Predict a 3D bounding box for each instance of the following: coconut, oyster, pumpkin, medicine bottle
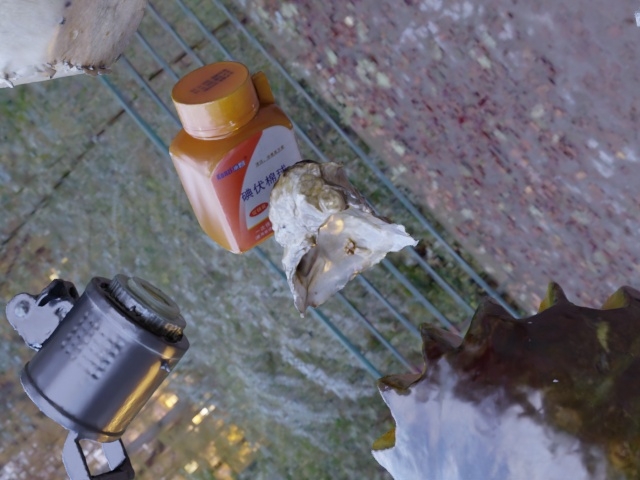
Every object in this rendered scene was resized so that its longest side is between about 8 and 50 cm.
[{"bbox_3d":[-0.403,-0.350,0.983,0.360,0.346,0.346,28,166,1],"label":"coconut"},{"bbox_3d":[0.009,-0.012,0.907,0.107,0.161,0.232,47,171,27],"label":"oyster"},{"bbox_3d":[0.148,0.110,0.505,0.149,0.254,0.130,-100,-13,-72],"label":"pumpkin"},{"bbox_3d":[-0.110,-0.112,1.071,0.112,0.149,0.222,33,151,44],"label":"medicine bottle"}]

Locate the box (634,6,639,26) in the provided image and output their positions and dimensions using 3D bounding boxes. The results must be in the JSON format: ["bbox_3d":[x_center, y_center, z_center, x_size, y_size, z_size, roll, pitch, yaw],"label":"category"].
[{"bbox_3d":[0.791,-0.527,1.905,0.098,0.062,0.045,17,148,46],"label":"box"}]

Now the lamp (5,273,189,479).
[{"bbox_3d":[-0.350,0.200,1.385,0.374,0.272,0.205,58,-174,12],"label":"lamp"}]
